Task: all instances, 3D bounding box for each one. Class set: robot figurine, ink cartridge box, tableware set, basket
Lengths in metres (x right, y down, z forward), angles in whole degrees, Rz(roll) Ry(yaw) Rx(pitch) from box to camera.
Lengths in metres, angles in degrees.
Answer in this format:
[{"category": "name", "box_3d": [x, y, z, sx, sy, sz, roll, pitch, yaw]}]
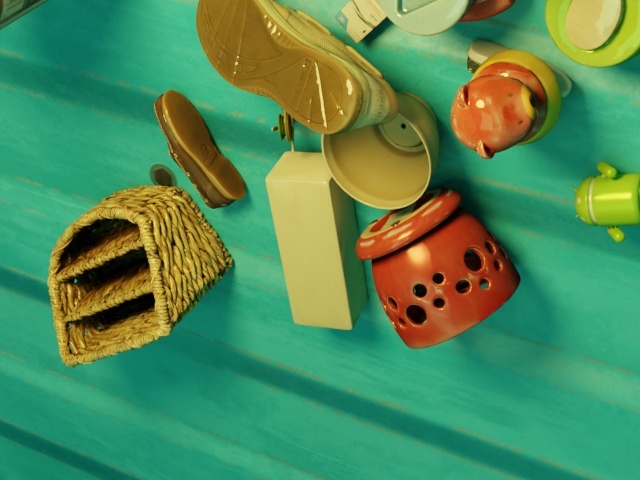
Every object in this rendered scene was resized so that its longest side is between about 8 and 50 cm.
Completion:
[{"category": "robot figurine", "box_3d": [0.380, -0.052, 1.365, 0.115, 0.067, 0.101, -1, 112, 34]}, {"category": "ink cartridge box", "box_3d": [0.063, -0.306, 1.403, 0.048, 0.028, 0.083, 47, 134, -7]}, {"category": "tableware set", "box_3d": [-0.060, -0.206, 1.515, 0.024, 0.104, 0.154, -5, 147, 7]}, {"category": "basket", "box_3d": [-0.344, 0.050, 1.795, 0.299, 0.223, 0.213, -18, 112, 41]}]

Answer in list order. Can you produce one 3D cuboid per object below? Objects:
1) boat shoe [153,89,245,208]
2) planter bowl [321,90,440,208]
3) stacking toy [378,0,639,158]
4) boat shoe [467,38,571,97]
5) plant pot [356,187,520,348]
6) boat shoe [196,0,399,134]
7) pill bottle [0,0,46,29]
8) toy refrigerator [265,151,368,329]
[{"category": "boat shoe", "box_3d": [-0.203, -0.137, 1.668, 0.073, 0.073, 0.207, -18, 111, 38]}, {"category": "planter bowl", "box_3d": [0.097, -0.138, 1.451, 0.162, 0.109, 0.162, 17, 129, 23]}, {"category": "stacking toy", "box_3d": [0.214, -0.268, 1.226, 0.279, 0.130, 0.309, -30, 92, 40]}, {"category": "boat shoe", "box_3d": [0.250, -0.211, 1.347, 0.142, 0.049, 0.040, 29, 141, 19]}, {"category": "plant pot", "box_3d": [0.160, 0.031, 1.488, 0.191, 0.191, 0.174, -22, 103, 41]}, {"category": "boat shoe", "box_3d": [-0.039, -0.239, 1.391, 0.341, 0.110, 0.122, 43, 122, 33]}, {"category": "pill bottle", "box_3d": [-0.411, -0.409, 1.392, 0.210, 0.363, 0.210, 17, 130, 21]}, {"category": "toy refrigerator", "box_3d": [0.000, 0.000, 1.632, 0.102, 0.094, 0.270, 4, 125, 22]}]
